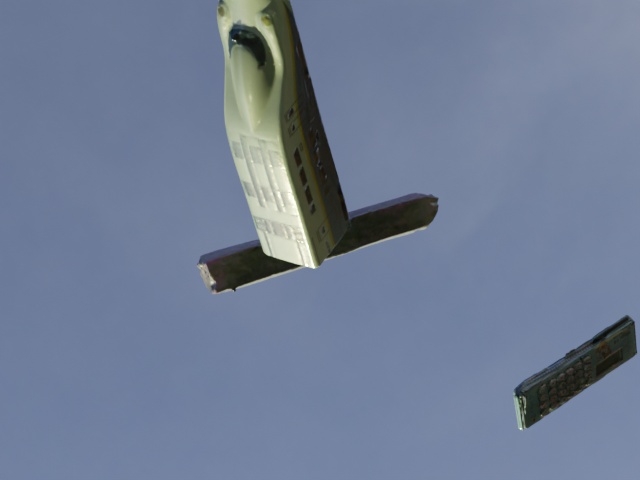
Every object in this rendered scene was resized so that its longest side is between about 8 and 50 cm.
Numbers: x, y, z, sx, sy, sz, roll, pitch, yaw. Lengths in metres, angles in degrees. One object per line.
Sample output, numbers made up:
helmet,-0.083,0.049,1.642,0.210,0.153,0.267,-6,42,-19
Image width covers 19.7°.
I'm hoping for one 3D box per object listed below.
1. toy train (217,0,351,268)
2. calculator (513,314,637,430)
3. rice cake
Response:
toy train,-0.032,-0.081,1.189,0.051,0.052,0.234,-55,-34,-32
calculator,0.269,0.137,1.936,0.172,0.018,0.057,-30,-52,-28
rice cake,0.000,0.000,1.519,0.206,0.047,0.036,-17,-73,-9
